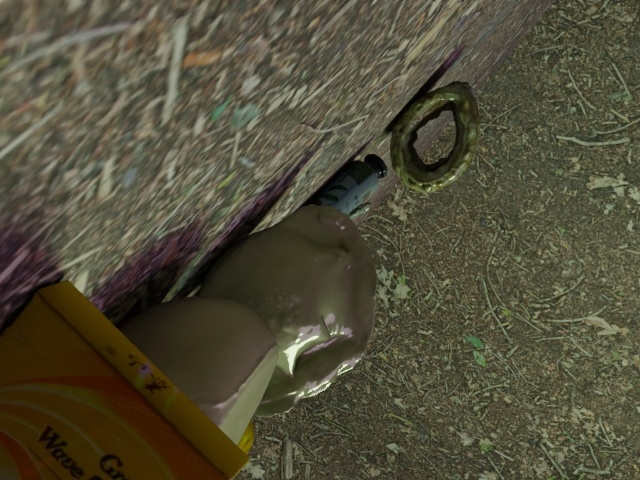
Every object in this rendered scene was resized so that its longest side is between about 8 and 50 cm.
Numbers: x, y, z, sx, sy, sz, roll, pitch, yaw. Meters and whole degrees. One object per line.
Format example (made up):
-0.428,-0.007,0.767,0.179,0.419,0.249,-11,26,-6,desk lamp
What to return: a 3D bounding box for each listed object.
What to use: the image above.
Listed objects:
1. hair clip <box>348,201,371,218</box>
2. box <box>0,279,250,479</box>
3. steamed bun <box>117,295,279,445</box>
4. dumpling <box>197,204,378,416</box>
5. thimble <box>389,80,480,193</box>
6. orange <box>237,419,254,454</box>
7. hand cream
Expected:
-0.003,0.000,1.359,0.159,0.071,0.218,-30,158,-55,hair clip
-0.183,0.171,0.450,0.269,0.152,0.043,-49,176,14,box
-0.145,0.147,0.681,0.231,0.145,0.232,-59,172,-13,steamed bun
-0.038,0.081,0.839,0.258,0.193,0.147,-53,179,-6,dumpling
0.196,-0.175,1.251,0.190,0.137,0.143,-60,173,15,thimble
-0.288,0.470,1.799,0.279,0.235,0.279,-55,176,-6,orange
-0.003,-0.036,1.115,0.271,0.058,0.091,-42,-174,-23,hand cream
